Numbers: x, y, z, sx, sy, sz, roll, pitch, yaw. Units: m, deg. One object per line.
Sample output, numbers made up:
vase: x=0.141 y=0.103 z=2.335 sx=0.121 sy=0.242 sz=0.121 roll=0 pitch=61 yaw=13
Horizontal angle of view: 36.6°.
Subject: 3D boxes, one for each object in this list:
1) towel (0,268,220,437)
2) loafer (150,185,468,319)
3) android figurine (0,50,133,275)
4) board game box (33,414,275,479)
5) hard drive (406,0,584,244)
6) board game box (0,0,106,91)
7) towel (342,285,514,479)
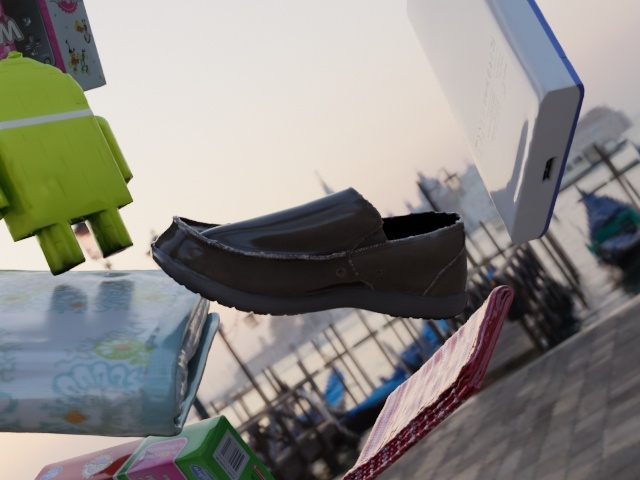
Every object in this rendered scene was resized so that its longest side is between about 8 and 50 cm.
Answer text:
towel: x=-0.279 y=0.107 z=1.000 sx=0.321 sy=0.090 sz=0.374 roll=-1 pitch=12 yaw=0
loafer: x=0.000 y=0.000 z=1.020 sx=0.366 sy=0.130 sz=0.134 roll=4 pitch=16 yaw=-29
android figurine: x=-0.320 y=-0.097 z=1.118 sx=0.056 sy=0.272 sz=0.248 roll=-27 pitch=0 yaw=32
board game box: x=-0.174 y=0.346 z=1.156 sx=0.317 sy=0.242 sz=0.064 roll=-22 pitch=22 yaw=33
hard drive: x=0.152 y=-0.184 z=0.914 sx=0.040 sy=0.318 sz=0.210 roll=-13 pitch=-34 yaw=-7
board game box: x=-0.443 y=-0.325 z=1.295 sx=0.224 sy=0.303 sz=0.097 roll=-10 pitch=14 yaw=19
towel: x=0.132 y=0.183 z=1.196 sx=0.275 sy=0.031 sz=0.199 roll=-51 pitch=1 yaw=38
